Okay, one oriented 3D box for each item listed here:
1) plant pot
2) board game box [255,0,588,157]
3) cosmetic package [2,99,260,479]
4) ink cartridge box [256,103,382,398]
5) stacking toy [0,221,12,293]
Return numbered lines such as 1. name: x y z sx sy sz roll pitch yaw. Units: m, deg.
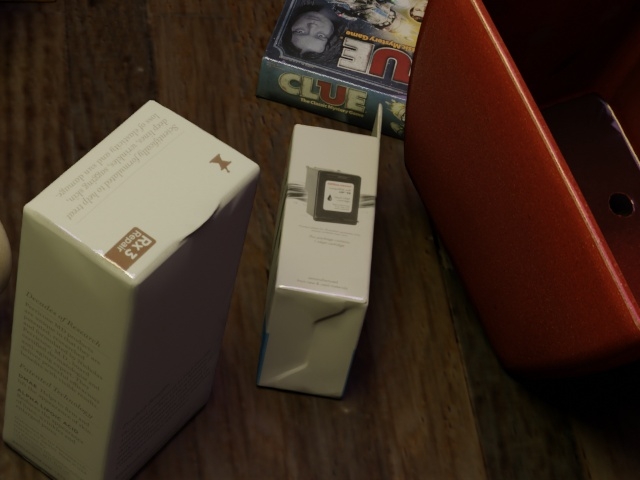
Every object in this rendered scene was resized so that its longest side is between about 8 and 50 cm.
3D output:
1. plant pot: 0.202 -0.050 1.219 0.267 0.236 0.267 -19 74 -26
2. board game box: 0.090 -0.141 1.429 0.243 0.042 0.165 17 48 2
3. cosmetic package: -0.114 0.042 1.098 0.085 0.231 0.117 32 50 16
4. ink cartridge box: 0.000 0.000 1.246 0.060 0.104 0.180 9 48 -3
5. stacking toy: -0.321 0.089 1.089 0.141 0.141 0.330 26 54 11
